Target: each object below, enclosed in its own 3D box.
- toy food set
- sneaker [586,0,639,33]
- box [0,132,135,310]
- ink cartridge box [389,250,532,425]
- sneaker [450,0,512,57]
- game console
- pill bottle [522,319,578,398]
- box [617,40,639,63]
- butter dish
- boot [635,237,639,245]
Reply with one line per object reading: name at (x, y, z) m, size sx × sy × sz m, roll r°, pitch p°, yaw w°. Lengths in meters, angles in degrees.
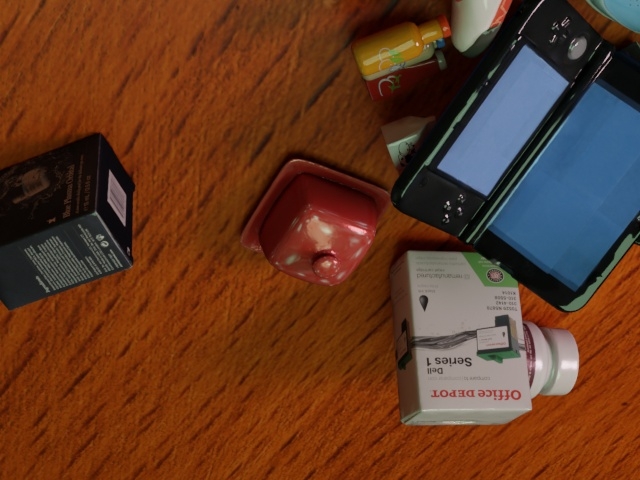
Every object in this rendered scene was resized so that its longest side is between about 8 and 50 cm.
toy food set at (0.114, -0.161, 1.119) m, size 0.105 × 0.111 × 0.232 m, roll -20°, pitch 129°, yaw 7°
sneaker at (0.447, -0.230, 1.060) m, size 0.319 × 0.208 × 0.127 m, roll 8°, pitch 131°, yaw -18°
box at (-0.306, -0.024, 1.128) m, size 0.158 × 0.156 × 0.093 m, roll -20°, pitch 130°, yaw 7°
ink cartridge box at (0.185, 0.132, 1.309) m, size 0.160 × 0.219 × 0.092 m, roll 1°, pitch 160°, yaw -13°
sneaker at (0.140, -0.325, 1.000) m, size 0.145 × 0.090 × 0.270 m, roll 7°, pitch 125°, yaw -15°
game console at (0.268, -0.091, 1.106) m, size 0.250 × 0.173 × 0.293 m, roll 20°, pitch 108°, yaw -52°
pill bottle at (0.256, 0.174, 1.432) m, size 0.221 × 0.121 × 0.121 m, roll 4°, pitch 129°, yaw -14°
box at (0.338, -0.150, 1.182) m, size 0.162 × 0.029 × 0.116 m, roll -29°, pitch 85°, yaw 16°
butter dish at (0.000, 0.000, 1.233) m, size 0.160 × 0.118 × 0.160 m, roll 18°, pitch 124°, yaw -25°
boot at (0.445, 0.022, 1.145) m, size 0.236 × 0.178 × 0.085 m, roll 12°, pitch 130°, yaw 14°
